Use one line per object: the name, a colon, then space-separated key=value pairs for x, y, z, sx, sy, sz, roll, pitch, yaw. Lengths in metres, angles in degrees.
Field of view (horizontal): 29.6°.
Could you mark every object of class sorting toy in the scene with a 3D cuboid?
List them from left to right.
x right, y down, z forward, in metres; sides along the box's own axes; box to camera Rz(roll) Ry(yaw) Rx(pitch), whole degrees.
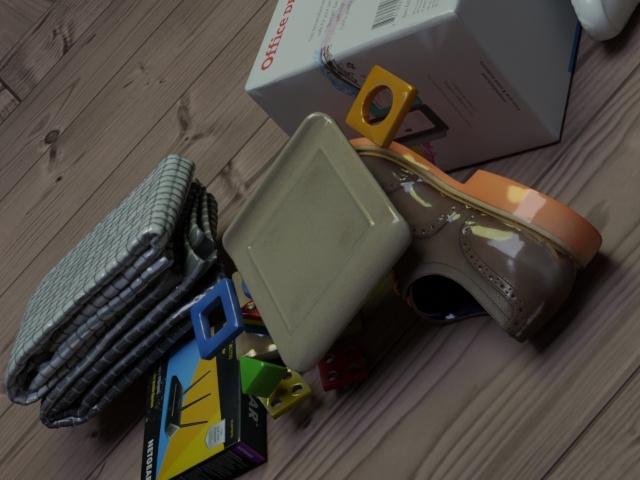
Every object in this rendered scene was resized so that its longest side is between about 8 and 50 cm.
sorting toy: x=-0.031 y=0.058 z=1.246 sx=0.132 sy=0.046 sz=0.274 roll=-17 pitch=41 yaw=8
sorting toy: x=0.000 y=0.000 z=1.151 sx=0.348 sy=0.047 sz=0.196 roll=-53 pitch=44 yaw=20

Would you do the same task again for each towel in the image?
towel: x=-0.224 y=0.058 z=1.388 sx=0.283 sy=0.121 sz=0.235 roll=-43 pitch=19 yaw=16

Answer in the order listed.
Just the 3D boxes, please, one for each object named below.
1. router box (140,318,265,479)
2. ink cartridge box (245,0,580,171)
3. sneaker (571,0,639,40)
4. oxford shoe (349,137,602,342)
router box: x=-0.121 y=0.175 z=1.261 sx=0.133 sy=0.046 sz=0.179 roll=-31 pitch=37 yaw=21
ink cartridge box: x=0.100 y=-0.202 z=1.272 sx=0.270 sy=0.197 sz=0.198 roll=-13 pitch=46 yaw=39
sneaker: x=0.331 y=-0.300 z=1.224 sx=0.115 sy=0.090 sz=0.232 roll=3 pitch=59 yaw=45
oxford shoe: x=0.092 y=-0.005 z=1.149 sx=0.363 sy=0.130 sz=0.133 roll=21 pitch=79 yaw=56
